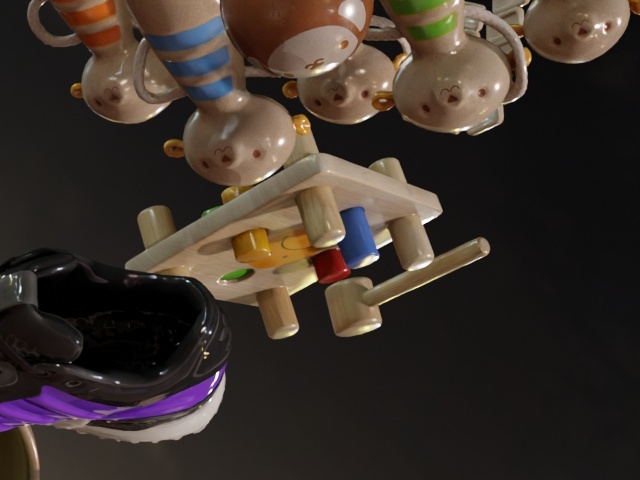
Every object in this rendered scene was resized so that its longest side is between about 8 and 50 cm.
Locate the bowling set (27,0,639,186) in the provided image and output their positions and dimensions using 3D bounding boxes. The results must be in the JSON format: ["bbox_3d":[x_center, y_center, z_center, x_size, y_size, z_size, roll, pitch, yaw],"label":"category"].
[{"bbox_3d":[-0.008,-0.082,0.548,0.287,0.200,0.154,-11,-57,16],"label":"bowling set"}]

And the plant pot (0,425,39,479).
[{"bbox_3d":[-0.384,0.205,1.232,0.237,0.237,0.110,50,-1,-19],"label":"plant pot"}]

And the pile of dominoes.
[{"bbox_3d":[0.179,-0.239,1.465,0.040,0.251,0.196,4,13,-29],"label":"pile of dominoes"}]

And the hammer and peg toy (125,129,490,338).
[{"bbox_3d":[0.000,0.000,1.411,0.361,0.266,0.127,14,52,-56],"label":"hammer and peg toy"}]

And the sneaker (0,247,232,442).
[{"bbox_3d":[-0.190,0.056,0.746,0.146,0.293,0.102,116,-34,-61],"label":"sneaker"}]
